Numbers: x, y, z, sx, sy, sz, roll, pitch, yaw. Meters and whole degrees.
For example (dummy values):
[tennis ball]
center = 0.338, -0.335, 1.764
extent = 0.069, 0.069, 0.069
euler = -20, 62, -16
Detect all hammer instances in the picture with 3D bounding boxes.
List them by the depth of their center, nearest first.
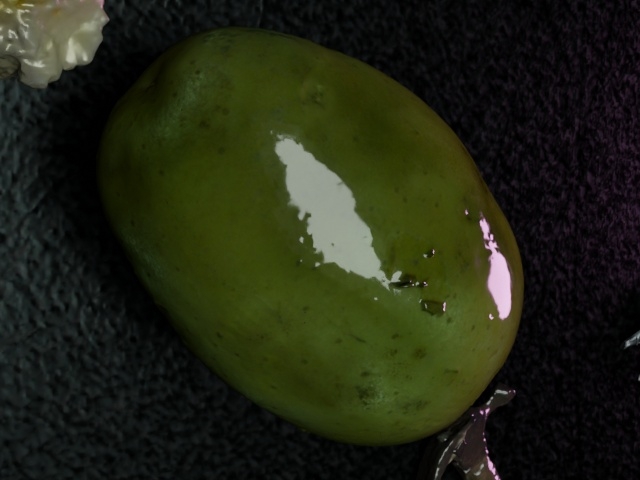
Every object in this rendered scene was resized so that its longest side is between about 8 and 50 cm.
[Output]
[hammer]
center = 0.169, 0.257, 1.089
extent = 0.125, 0.027, 0.297
euler = -40, 116, -18

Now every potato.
[potato]
center = -0.002, 0.000, 0.847
extent = 0.304, 0.216, 0.216
euler = 42, 77, -19

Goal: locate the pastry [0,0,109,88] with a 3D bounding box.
[pastry]
center = -0.241, -0.169, 0.743
extent = 0.258, 0.089, 0.121
euler = 16, 95, -32

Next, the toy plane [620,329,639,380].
[toy plane]
center = 0.292, 0.080, 1.126
extent = 0.079, 0.031, 0.083
euler = 12, 95, -18
